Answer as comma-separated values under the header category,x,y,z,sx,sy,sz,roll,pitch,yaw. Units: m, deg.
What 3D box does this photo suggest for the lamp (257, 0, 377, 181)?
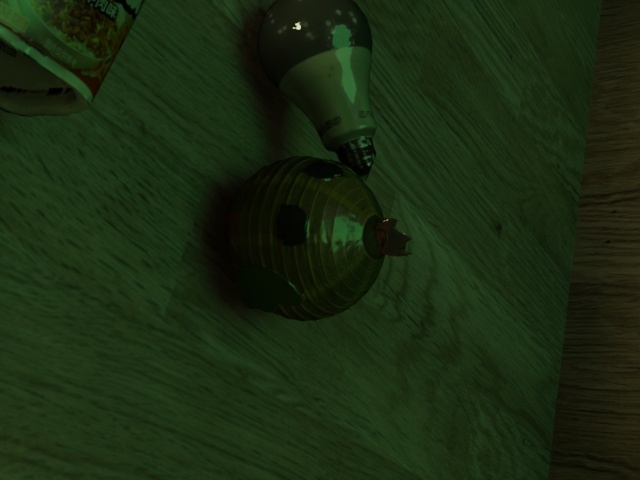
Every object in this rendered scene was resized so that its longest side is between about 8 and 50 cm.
category,x,y,z,sx,sy,sz,roll,pitch,yaw
lamp,0.020,-0.257,1.363,0.182,0.182,0.313,11,44,-55

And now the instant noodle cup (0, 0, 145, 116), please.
category,x,y,z,sx,sy,sz,roll,pitch,yaw
instant noodle cup,-0.298,-0.311,0.928,0.294,0.294,0.307,35,66,-48

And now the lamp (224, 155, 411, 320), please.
category,x,y,z,sx,sy,sz,roll,pitch,yaw
lamp,0.000,0.000,1.292,0.250,0.285,0.250,-5,96,-58
